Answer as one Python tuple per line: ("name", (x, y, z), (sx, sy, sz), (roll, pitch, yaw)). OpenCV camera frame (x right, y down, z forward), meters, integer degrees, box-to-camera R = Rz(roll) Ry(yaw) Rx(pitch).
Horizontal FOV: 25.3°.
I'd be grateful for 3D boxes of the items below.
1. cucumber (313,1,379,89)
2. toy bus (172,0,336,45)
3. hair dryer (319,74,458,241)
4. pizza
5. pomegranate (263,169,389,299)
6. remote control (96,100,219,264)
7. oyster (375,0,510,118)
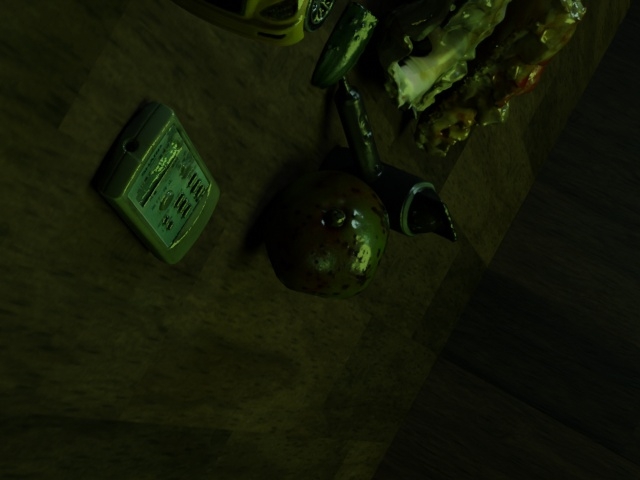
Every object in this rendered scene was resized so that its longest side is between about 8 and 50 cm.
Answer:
("cucumber", (0.031, -0.220, 1.654), (0.107, 0.035, 0.067), (-61, 167, 3))
("toy bus", (-0.009, -0.325, 1.112), (0.331, 0.145, 0.151), (-61, 165, -14))
("hair dryer", (0.069, -0.111, 1.757), (0.078, 0.195, 0.248), (-48, 140, -24))
("pizza", (0.282, -0.291, 1.964), (0.406, 0.130, 0.440), (-122, -124, -75))
("pomegranate", (0.000, 0.000, 1.749), (0.159, 0.159, 0.205), (-56, -170, -21))
("remote control", (-0.149, -0.048, 1.352), (0.098, 0.038, 0.233), (-59, 165, -11))
("oyster", (0.142, -0.265, 1.780), (0.201, 0.107, 0.354), (-39, 165, -29))
